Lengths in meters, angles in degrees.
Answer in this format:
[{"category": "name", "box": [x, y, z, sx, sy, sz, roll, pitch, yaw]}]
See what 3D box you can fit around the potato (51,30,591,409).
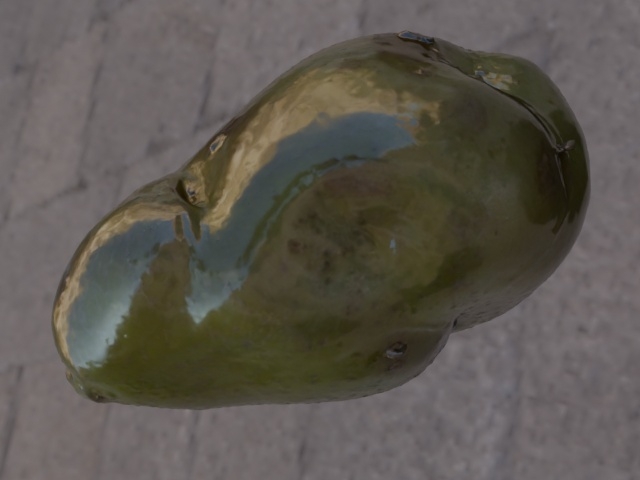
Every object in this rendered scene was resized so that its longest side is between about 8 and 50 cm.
[{"category": "potato", "box": [-0.001, -0.003, 1.087, 0.351, 0.202, 0.218, -27, 8, -3]}]
